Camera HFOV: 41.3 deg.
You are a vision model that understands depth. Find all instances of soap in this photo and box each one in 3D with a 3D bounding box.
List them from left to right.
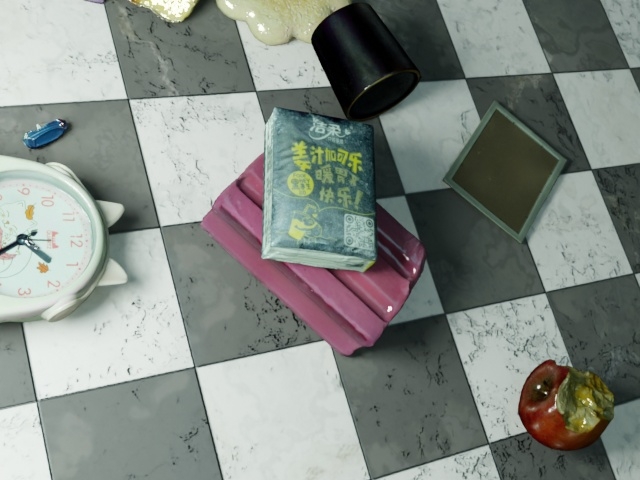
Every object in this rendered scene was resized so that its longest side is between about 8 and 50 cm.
[{"bbox_3d":[0.000,0.000,1.494,0.359,0.128,0.233,43,60,-2],"label":"soap"}]

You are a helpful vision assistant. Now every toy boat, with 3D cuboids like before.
[{"bbox_3d":[-0.461,-0.183,1.425,0.083,0.038,0.038,-35,85,-31],"label":"toy boat"}]

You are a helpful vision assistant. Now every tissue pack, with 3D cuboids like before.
[{"bbox_3d":[0.000,-0.086,1.412,0.185,0.081,0.257,9,65,-19],"label":"tissue pack"}]

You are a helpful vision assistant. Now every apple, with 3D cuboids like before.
[{"bbox_3d":[0.448,0.307,1.556,0.158,0.147,0.156,31,26,-20],"label":"apple"}]

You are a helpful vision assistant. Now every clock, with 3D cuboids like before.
[{"bbox_3d":[-0.461,0.007,1.299,0.324,0.108,0.265,3,66,-24],"label":"clock"}]

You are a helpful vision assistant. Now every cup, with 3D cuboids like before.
[{"bbox_3d":[0.092,-0.347,1.701,0.166,0.239,0.177,-32,75,11],"label":"cup"}]

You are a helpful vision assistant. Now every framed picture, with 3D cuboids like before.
[{"bbox_3d":[0.392,-0.148,1.797,0.217,0.017,0.274,41,58,-4],"label":"framed picture"}]

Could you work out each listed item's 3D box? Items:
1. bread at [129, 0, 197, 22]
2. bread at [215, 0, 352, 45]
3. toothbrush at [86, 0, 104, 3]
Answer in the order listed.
[{"bbox_3d":[-0.302,-0.528,1.560,0.240,0.135,0.178,30,77,-12],"label":"bread"},{"bbox_3d":[-0.079,-0.534,1.714,0.316,0.054,0.316,5,73,-16],"label":"bread"},{"bbox_3d":[-0.561,-0.469,1.504,0.354,0.029,0.024,7,80,-22],"label":"toothbrush"}]
